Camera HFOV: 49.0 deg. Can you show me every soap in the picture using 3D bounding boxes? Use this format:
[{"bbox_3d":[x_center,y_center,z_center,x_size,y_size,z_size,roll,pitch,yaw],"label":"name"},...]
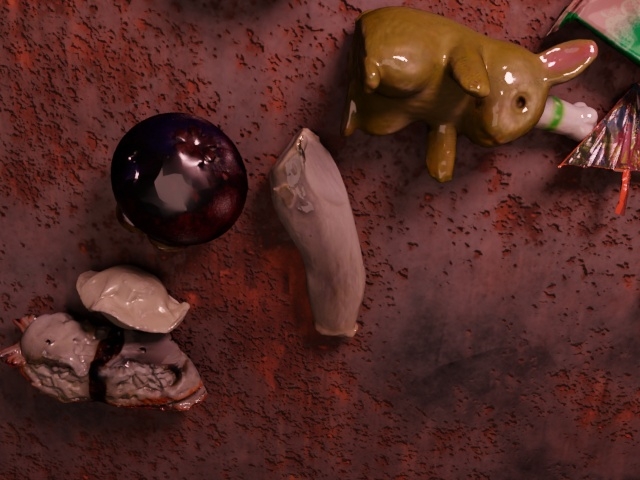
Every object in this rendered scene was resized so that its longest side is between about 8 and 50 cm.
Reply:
[{"bbox_3d":[0.465,-0.286,0.905,0.273,0.098,0.218,32,118,-8],"label":"soap"}]

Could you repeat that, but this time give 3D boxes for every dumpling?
[{"bbox_3d":[-0.305,0.099,1.098,0.169,0.134,0.100,41,107,-8],"label":"dumpling"}]

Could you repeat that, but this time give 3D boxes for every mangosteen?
[{"bbox_3d":[-0.210,-0.072,1.005,0.194,0.194,0.230,35,135,-11],"label":"mangosteen"}]

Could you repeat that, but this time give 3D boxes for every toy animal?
[{"bbox_3d":[0.203,-0.187,0.915,0.363,0.180,0.181,17,153,2],"label":"toy animal"}]

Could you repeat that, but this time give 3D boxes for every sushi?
[{"bbox_3d":[-0.348,0.197,1.150,0.332,0.124,0.130,5,124,0],"label":"sushi"}]

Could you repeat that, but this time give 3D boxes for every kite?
[{"bbox_3d":[0.427,-0.128,0.985,0.232,0.009,0.189,4,92,-21],"label":"kite"}]

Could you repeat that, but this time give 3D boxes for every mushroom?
[{"bbox_3d":[0.002,0.000,1.059,0.109,0.097,0.351,-12,114,9],"label":"mushroom"}]
